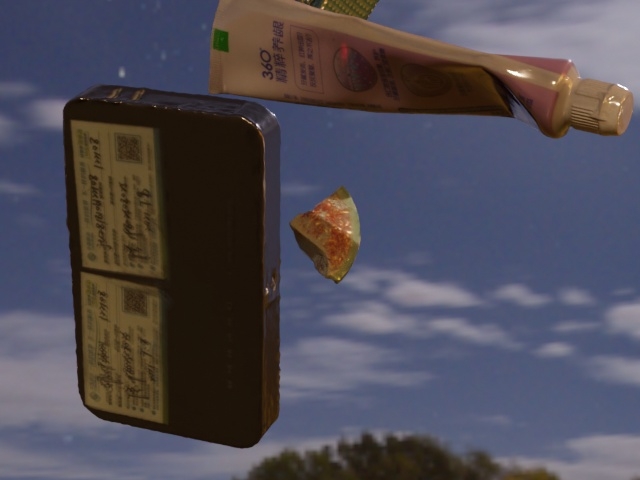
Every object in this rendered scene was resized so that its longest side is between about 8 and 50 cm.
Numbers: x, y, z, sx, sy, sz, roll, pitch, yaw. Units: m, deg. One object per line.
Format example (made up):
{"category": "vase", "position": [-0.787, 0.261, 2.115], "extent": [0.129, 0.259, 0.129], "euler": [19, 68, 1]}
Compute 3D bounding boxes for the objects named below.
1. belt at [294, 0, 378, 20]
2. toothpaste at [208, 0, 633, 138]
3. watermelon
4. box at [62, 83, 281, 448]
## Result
{"category": "belt", "position": [0.029, -0.198, 0.998], "extent": [0.065, 0.179, 0.100], "euler": [33, -12, -32]}
{"category": "toothpaste", "position": [0.051, -0.108, 0.850], "extent": [0.301, 0.048, 0.075], "euler": [15, -46, 29]}
{"category": "watermelon", "position": [0.000, 0.000, 1.145], "extent": [0.061, 0.085, 0.085], "euler": [17, -24, -21]}
{"category": "box", "position": [-0.143, 0.028, 1.302], "extent": [0.211, 0.350, 0.058], "euler": [10, 25, 18]}
